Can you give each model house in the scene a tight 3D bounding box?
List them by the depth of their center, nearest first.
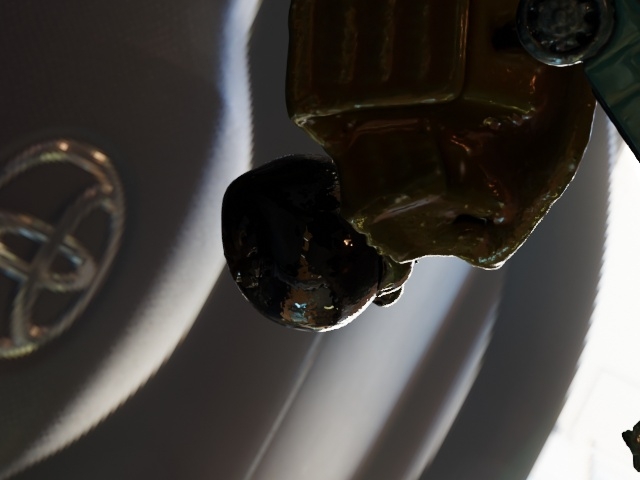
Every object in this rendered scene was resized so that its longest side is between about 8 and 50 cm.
[{"bbox_3d":[0.084,-0.113,1.084,0.173,0.239,0.267,5,-89,63],"label":"model house"}]

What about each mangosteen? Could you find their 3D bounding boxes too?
[{"bbox_3d":[0.000,0.000,1.596,0.243,0.243,0.243,-59,168,-20],"label":"mangosteen"}]

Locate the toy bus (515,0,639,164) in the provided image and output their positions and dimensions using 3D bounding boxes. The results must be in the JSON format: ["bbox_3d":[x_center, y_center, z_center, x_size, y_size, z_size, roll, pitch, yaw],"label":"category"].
[{"bbox_3d":[0.197,-0.109,0.700,0.147,0.256,0.128,-32,-177,19],"label":"toy bus"}]

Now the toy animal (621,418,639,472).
[{"bbox_3d":[0.370,0.144,1.244,0.253,0.079,0.070,-6,136,-36],"label":"toy animal"}]
